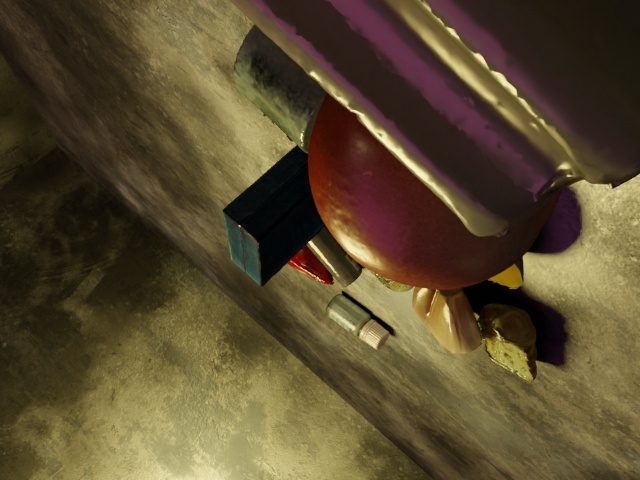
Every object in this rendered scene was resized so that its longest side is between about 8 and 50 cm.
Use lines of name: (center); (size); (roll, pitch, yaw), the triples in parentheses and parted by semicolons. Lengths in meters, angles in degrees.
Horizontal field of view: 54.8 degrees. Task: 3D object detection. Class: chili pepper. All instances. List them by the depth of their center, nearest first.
chili pepper: (-0.104, 0.003, 1.804); (0.387, 0.110, 0.110); (37, 158, 16)

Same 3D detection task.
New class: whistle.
whistle: (0.017, -0.309, 0.942); (0.168, 0.188, 0.405); (45, 127, 14)

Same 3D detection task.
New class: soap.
soap: (0.125, -0.271, 0.541); (0.435, 0.350, 0.213); (45, 152, -5)

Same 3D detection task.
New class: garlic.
garlic: (0.261, 0.146, 1.316); (0.217, 0.110, 0.228); (61, -177, 37)

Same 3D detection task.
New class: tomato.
tomato: (0.162, -0.104, 0.783); (0.272, 0.341, 0.341); (38, 159, 34)

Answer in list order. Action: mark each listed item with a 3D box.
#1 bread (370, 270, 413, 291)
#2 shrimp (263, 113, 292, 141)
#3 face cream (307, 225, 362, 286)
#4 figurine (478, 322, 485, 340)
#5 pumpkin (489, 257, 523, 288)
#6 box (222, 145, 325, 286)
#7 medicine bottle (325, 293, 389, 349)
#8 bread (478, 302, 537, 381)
bread: (0.124, -0.007, 1.314); (0.267, 0.040, 0.267); (58, 161, 32)
shrimp: (-0.084, -0.257, 1.258); (0.066, 0.117, 0.262); (18, 171, -27)
face cream: (0.000, 0.000, 1.643); (0.283, 0.073, 0.073); (50, 159, -14)
figurine: (0.316, 0.203, 1.445); (0.083, 0.083, 0.187); (53, 164, -22)
pumpkin: (0.273, -0.018, 1.068); (0.217, 0.110, 0.217); (31, 166, 9)
box: (-0.073, -0.066, 1.362); (0.116, 0.279, 0.261); (41, 159, 15)
medicine bottle: (0.114, 0.249, 1.888); (0.203, 0.083, 0.083); (35, 158, 27)
bread: (0.398, 0.208, 1.279); (0.128, 0.088, 0.232); (40, 168, 40)
